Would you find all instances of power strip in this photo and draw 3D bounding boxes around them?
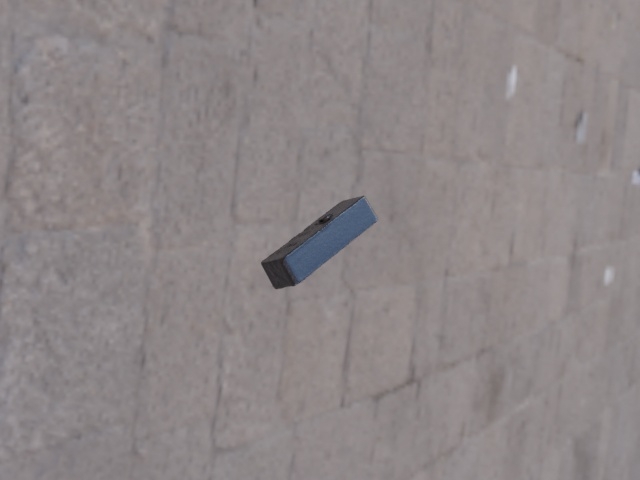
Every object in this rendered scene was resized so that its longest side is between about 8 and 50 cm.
[{"bbox_3d":[0.000,0.000,1.025,0.111,0.038,0.029,-38,105,-36],"label":"power strip"}]
